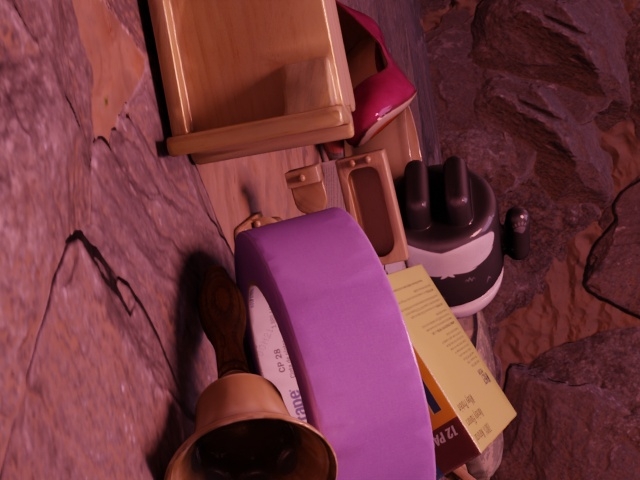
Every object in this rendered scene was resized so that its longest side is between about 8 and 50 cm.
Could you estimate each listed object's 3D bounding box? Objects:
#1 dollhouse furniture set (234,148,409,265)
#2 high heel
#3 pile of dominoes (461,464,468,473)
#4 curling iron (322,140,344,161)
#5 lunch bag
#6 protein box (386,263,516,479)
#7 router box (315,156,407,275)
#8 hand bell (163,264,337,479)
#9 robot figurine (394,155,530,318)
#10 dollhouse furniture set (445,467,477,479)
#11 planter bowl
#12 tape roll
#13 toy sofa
[{"bbox_3d":[0.000,0.000,1.260,0.123,0.151,0.144,-49,126,-76],"label":"dollhouse furniture set"},{"bbox_3d":[0.040,-0.249,1.845,0.181,0.127,0.377,47,12,-9],"label":"high heel"},{"bbox_3d":[0.136,0.222,1.630,0.251,0.040,0.196,68,0,-60],"label":"pile of dominoes"},{"bbox_3d":[0.011,-0.148,1.773,0.068,0.035,0.274,-106,176,-50],"label":"curling iron"},{"bbox_3d":[0.217,0.241,2.151,0.235,0.168,0.287,70,11,-46],"label":"lunch bag"},{"bbox_3d":[0.082,0.151,1.353,0.201,0.136,0.200,58,18,7],"label":"protein box"},{"bbox_3d":[0.065,0.108,1.692,0.301,0.082,0.335,69,15,-46],"label":"router box"},{"bbox_3d":[-0.071,0.102,1.006,0.242,0.126,0.126,-107,179,-52],"label":"hand bell"},{"bbox_3d":[0.186,-0.004,1.911,0.173,0.209,0.278,-47,146,-23],"label":"robot figurine"},{"bbox_3d":[0.110,0.296,1.488,0.129,0.129,0.184,36,-15,29],"label":"dollhouse furniture set"},{"bbox_3d":[0.098,-0.127,2.007,0.162,0.109,0.162,-10,90,-80],"label":"planter bowl"},{"bbox_3d":[0.007,0.114,1.090,0.275,0.090,0.275,165,-90,-77],"label":"tape roll"},{"bbox_3d":[-0.076,-0.254,1.093,0.177,0.150,0.363,-51,130,-83],"label":"toy sofa"}]
